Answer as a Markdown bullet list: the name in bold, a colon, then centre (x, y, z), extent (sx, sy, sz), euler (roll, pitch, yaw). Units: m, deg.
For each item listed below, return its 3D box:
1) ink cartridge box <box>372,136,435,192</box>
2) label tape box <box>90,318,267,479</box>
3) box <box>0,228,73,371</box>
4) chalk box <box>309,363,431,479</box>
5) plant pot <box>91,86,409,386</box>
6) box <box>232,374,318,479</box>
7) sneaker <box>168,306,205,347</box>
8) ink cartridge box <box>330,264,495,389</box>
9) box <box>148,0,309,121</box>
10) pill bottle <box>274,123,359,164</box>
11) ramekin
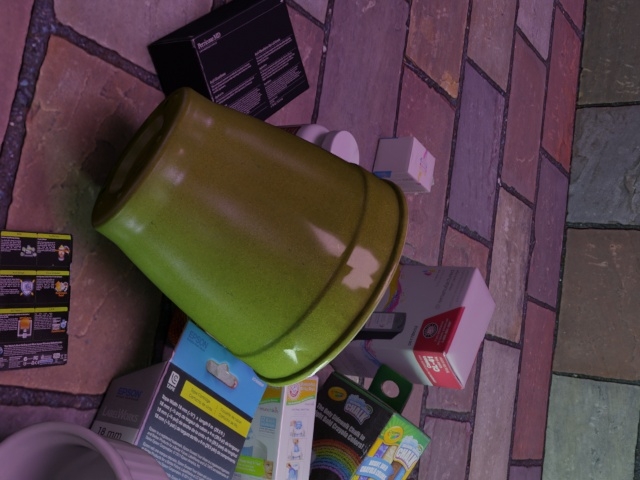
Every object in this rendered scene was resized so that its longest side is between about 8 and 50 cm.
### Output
- **ink cartridge box**: centre (0.201, -0.171, 1.917), extent (0.143, 0.092, 0.090), euler (33, 64, -53)
- **label tape box**: centre (-0.235, 0.319, 1.277), extent (0.240, 0.106, 0.333), euler (48, 53, -45)
- **box**: centre (-0.411, 0.076, 1.062), extent (0.191, 0.045, 0.184), euler (3, 87, -55)
- **chalk box**: centre (0.079, 0.385, 1.604), extent (0.289, 0.180, 0.179), euler (-53, 138, -8)
- **plant pot**: centre (-0.123, -0.031, 1.203), extent (0.353, 0.366, 0.366), euler (35, 60, -24)
- **box**: centre (-0.085, 0.339, 1.494), extent (0.103, 0.114, 0.203), euler (17, 77, -54)
- **sneaker**: centre (-0.203, 0.109, 1.373), extent (0.067, 0.064, 0.175), euler (78, 34, -58)
- **ink cartridge box**: centre (0.176, 0.170, 1.705), extent (0.131, 0.306, 0.226), euler (58, 46, -39)
- **box**: centre (-0.144, -0.292, 1.389), extent (0.261, 0.103, 0.184), euler (-45, 130, -45)
- **pill bottle**: centre (-0.047, -0.141, 1.438), extent (0.121, 0.216, 0.121), euler (-4, 95, -56)
- **ramekin**: centre (-0.309, 0.372, 1.032), extent (0.135, 0.277, 0.277), euler (33, 64, -60)
